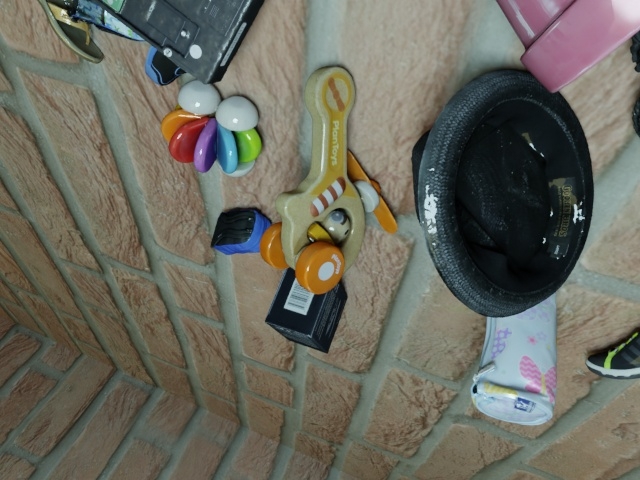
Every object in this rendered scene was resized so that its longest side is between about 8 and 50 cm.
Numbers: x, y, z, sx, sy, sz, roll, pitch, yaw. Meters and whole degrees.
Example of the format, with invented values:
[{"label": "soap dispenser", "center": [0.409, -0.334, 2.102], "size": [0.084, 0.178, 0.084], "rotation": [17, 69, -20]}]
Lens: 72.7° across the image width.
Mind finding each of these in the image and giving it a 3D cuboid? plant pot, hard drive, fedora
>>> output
[{"label": "plant pot", "center": [0.245, -0.277, 0.410], "size": [0.180, 0.201, 0.201], "rotation": [48, 139, 3]}, {"label": "hard drive", "center": [-0.224, -0.405, 0.565], "size": [0.339, 0.064, 0.237], "rotation": [35, 117, -6]}, {"label": "fedora", "center": [0.230, -0.061, 0.619], "size": [0.334, 0.334, 0.152], "rotation": [51, 166, -24]}]

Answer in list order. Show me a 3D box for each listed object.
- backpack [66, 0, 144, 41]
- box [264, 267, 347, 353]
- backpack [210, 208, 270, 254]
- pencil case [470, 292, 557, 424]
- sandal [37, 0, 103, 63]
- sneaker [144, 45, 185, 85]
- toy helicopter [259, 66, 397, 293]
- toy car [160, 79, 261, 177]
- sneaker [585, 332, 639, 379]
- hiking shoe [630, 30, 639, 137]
[{"label": "backpack", "center": [-0.315, -0.369, 0.688], "size": [0.114, 0.105, 0.084], "rotation": [23, 120, -7]}, {"label": "box", "center": [-0.023, 0.152, 0.975], "size": [0.108, 0.153, 0.207], "rotation": [15, 159, 17]}, {"label": "backpack", "center": [-0.168, -0.018, 0.977], "size": [0.120, 0.097, 0.101], "rotation": [-8, 157, 36]}, {"label": "pencil case", "center": [0.335, 0.170, 0.747], "size": [0.124, 0.273, 0.113], "rotation": [15, 145, 14]}, {"label": "sandal", "center": [-0.447, -0.402, 0.767], "size": [0.049, 0.072, 0.180], "rotation": [-17, 120, 15]}, {"label": "sneaker", "center": [-0.202, -0.310, 0.701], "size": [0.090, 0.081, 0.232], "rotation": [49, 135, -11]}, {"label": "toy helicopter", "center": [0.028, -0.100, 0.725], "size": [0.140, 0.235, 0.354], "rotation": [27, 124, 46]}, {"label": "toy car", "center": [-0.202, -0.184, 0.788], "size": [0.182, 0.136, 0.159], "rotation": [24, 139, 5]}, {"label": "sneaker", "center": [0.595, 0.188, 0.783], "size": [0.235, 0.084, 0.097], "rotation": [-29, 77, 52]}, {"label": "hiking shoe", "center": [0.423, -0.170, 0.479], "size": [0.114, 0.086, 0.227], "rotation": [-26, 136, 19]}]
